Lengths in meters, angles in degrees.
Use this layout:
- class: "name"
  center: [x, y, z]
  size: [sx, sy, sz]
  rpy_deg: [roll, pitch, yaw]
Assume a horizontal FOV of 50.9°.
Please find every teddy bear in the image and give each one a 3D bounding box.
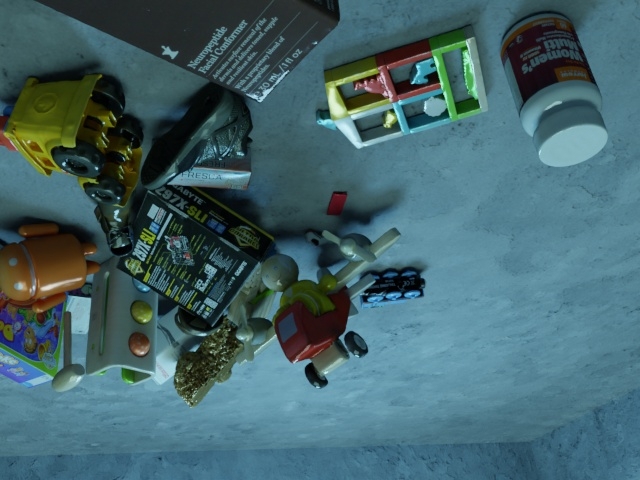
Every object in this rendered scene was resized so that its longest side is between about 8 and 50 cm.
- class: "teddy bear"
  center: [-0.263, 0.282, 1.790]
  size: [0.338, 0.113, 0.245]
  rpy_deg: [-48, 162, -13]

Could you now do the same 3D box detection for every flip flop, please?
- class: "flip flop"
  center: [-0.311, 0.183, 1.626]
  size: [0.112, 0.080, 0.277]
  rpy_deg: [22, -177, -23]

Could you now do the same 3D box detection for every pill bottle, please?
- class: "pill bottle"
  center: [0.360, -0.232, 1.039]
  size: [0.121, 0.221, 0.121]
  rpy_deg: [-5, 150, -3]

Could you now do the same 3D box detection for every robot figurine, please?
- class: "robot figurine"
  center: [-0.582, 0.057, 1.416]
  size: [0.219, 0.128, 0.158]
  rpy_deg: [-13, 141, -39]

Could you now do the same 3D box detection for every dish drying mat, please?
- class: "dish drying mat"
  center: [0.036, -0.079, 1.455]
  size: [0.032, 0.008, 0.083]
  rpy_deg: [1, 150, -11]

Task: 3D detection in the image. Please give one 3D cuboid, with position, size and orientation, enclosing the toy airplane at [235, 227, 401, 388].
- class: "toy airplane"
  center: [-0.019, 0.128, 1.537]
  size: [0.272, 0.386, 0.384]
  rpy_deg: [46, 154, -7]

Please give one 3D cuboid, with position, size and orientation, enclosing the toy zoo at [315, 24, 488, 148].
- class: "toy zoo"
  center: [0.131, -0.249, 1.158]
  size: [0.293, 0.030, 0.192]
  rpy_deg: [-14, 149, 13]

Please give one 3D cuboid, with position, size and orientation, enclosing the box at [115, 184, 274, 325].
- class: "box"
  center: [-0.271, 0.029, 1.408]
  size: [0.257, 0.079, 0.322]
  rpy_deg: [34, 140, -5]

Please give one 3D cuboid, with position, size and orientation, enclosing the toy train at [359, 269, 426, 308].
- class: "toy train"
  center: [0.185, 0.130, 1.778]
  size: [0.184, 0.080, 0.105]
  rpy_deg: [-7, 159, -3]

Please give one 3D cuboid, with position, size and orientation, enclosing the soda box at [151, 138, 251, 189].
- class: "soda box"
  center: [-0.222, -0.140, 1.248]
  size: [0.183, 0.062, 0.058]
  rpy_deg: [3, 146, -16]

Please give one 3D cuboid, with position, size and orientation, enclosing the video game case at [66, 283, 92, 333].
- class: "video game case"
  center: [-0.677, 0.168, 1.713]
  size: [0.210, 0.041, 0.232]
  rpy_deg: [11, 146, -26]

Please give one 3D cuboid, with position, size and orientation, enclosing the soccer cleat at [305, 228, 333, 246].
- class: "soccer cleat"
  center: [0.000, 0.000, 1.555]
  size: [0.083, 0.035, 0.029]
  rpy_deg: [18, 142, -34]

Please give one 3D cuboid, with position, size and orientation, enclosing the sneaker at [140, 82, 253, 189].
- class: "sneaker"
  center: [-0.203, -0.156, 1.162]
  size: [0.227, 0.087, 0.130]
  rpy_deg: [-44, 140, 13]

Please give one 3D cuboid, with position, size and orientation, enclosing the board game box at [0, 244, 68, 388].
- class: "board game box"
  center: [-0.691, 0.135, 1.421]
  size: [0.078, 0.233, 0.347]
  rpy_deg: [-20, 141, 14]

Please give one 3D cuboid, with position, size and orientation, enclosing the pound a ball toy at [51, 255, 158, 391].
- class: "pound a ball toy"
  center: [-0.464, 0.186, 1.508]
  size: [0.136, 0.319, 0.208]
  rpy_deg: [-26, 144, 30]

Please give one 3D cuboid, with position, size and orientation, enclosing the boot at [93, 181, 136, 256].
- class: "boot"
  center: [-0.381, -0.040, 1.294]
  size: [0.082, 0.106, 0.219]
  rpy_deg: [-20, 175, -24]

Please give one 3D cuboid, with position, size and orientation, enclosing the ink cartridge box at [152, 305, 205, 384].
- class: "ink cartridge box"
  center: [-0.384, 0.267, 1.789]
  size: [0.218, 0.092, 0.158]
  rpy_deg: [-39, 154, -16]

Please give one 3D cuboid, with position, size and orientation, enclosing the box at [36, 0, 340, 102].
- class: "box"
  center: [-0.179, -0.341, 0.841]
  size: [0.382, 0.143, 0.191]
  rpy_deg: [19, 142, -34]

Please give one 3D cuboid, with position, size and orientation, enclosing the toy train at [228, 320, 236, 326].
- class: "toy train"
  center: [-0.174, 0.174, 1.739]
  size: [0.158, 0.036, 0.027]
  rpy_deg: [-38, 160, -39]

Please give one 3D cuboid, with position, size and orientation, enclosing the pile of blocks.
- class: "pile of blocks"
  center: [-0.178, 0.061, 1.588]
  size: [0.113, 0.149, 0.362]
  rpy_deg: [32, 145, 20]

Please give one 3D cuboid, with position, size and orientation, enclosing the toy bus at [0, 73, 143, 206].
- class: "toy bus"
  center: [-0.424, -0.162, 1.113]
  size: [0.212, 0.149, 0.220]
  rpy_deg: [4, 154, 9]
